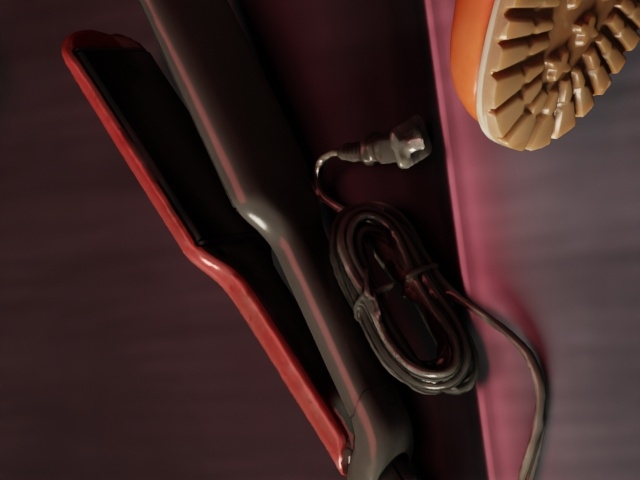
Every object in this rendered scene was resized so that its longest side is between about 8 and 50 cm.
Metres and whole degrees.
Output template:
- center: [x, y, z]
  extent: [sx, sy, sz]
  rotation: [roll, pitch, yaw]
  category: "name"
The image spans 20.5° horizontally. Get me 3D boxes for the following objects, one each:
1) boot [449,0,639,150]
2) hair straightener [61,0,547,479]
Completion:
- center: [0.054, -0.105, 0.500]
  extent: [0.084, 0.059, 0.158]
  rotation: [12, 89, 42]
  category: "boot"
- center: [0.000, 0.000, 0.546]
  extent: [0.089, 0.047, 0.230]
  rotation: [-43, 64, 31]
  category: "hair straightener"
